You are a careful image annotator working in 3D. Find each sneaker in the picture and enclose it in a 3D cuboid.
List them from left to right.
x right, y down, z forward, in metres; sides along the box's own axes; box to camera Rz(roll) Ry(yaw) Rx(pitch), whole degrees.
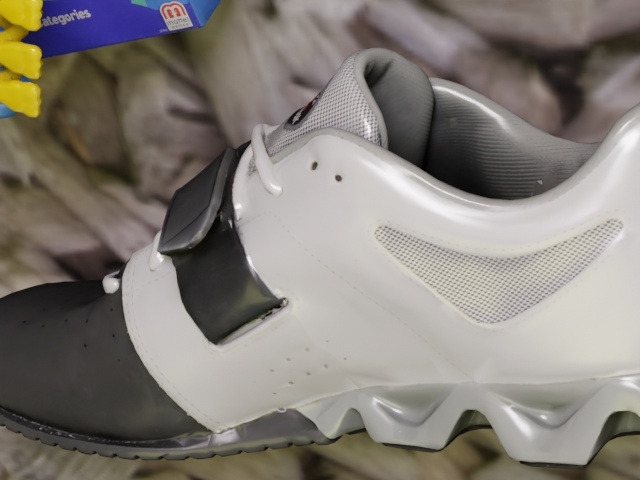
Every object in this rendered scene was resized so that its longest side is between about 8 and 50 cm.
[{"bbox_3d":[0.000,0.000,0.715,0.330,0.122,0.146,-4,108,25],"label":"sneaker"}]

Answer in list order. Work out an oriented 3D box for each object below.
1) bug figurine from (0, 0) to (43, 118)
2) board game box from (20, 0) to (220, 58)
[{"bbox_3d":[-0.197,-0.144,0.617,0.279,0.072,0.216,19,126,12],"label":"bug figurine"},{"bbox_3d":[-0.142,-0.159,0.665,0.160,0.047,0.210,-8,124,27],"label":"board game box"}]
